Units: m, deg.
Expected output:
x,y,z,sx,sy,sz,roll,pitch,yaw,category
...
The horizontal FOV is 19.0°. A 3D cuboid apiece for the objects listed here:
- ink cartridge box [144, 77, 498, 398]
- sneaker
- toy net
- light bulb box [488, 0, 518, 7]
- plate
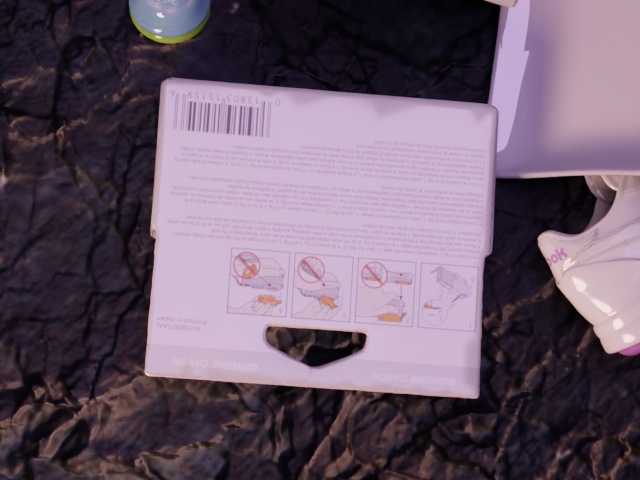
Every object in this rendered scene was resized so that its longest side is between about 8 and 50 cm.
x,y,z,sx,sy,sz,roll,pitch,yaw,category
0.000,0.000,1.535,0.275,0.060,0.239,5,84,-6,ink cartridge box
0.309,-0.050,1.549,0.305,0.114,0.152,-42,87,-12,sneaker
-0.077,-0.269,1.590,0.232,0.045,0.122,-36,76,-14,toy net
0.047,-0.420,1.480,0.361,0.225,0.358,19,81,3,light bulb box
0.257,-0.182,1.513,0.045,0.278,0.277,12,83,-43,plate
